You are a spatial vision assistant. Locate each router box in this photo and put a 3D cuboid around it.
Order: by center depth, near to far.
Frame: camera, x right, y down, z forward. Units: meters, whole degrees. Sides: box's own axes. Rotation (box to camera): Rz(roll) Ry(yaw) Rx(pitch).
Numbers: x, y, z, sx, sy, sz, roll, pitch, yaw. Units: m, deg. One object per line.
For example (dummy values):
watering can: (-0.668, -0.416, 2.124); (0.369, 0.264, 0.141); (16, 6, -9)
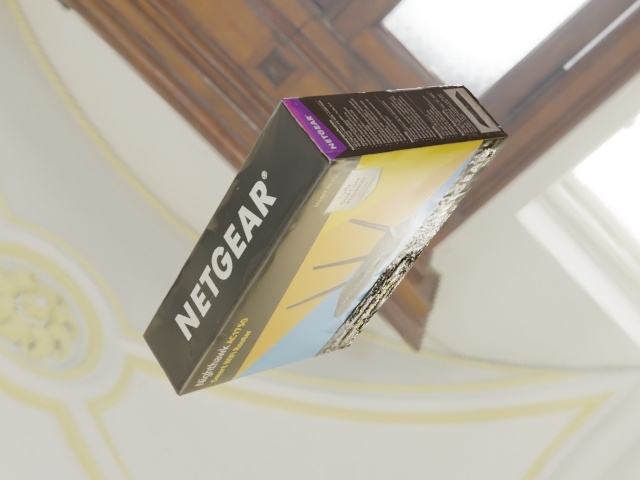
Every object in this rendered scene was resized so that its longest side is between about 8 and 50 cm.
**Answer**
router box: (0.000, 0.000, 0.597); (0.133, 0.179, 0.046); (-11, -124, -43)
